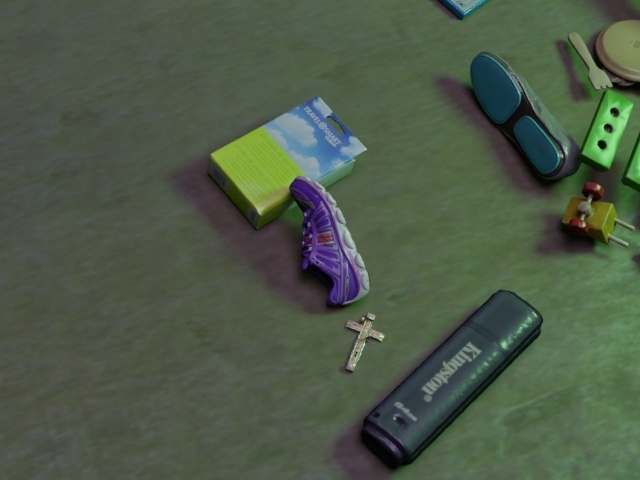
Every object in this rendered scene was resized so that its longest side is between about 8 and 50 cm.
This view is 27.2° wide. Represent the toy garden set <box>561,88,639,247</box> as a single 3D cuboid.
[{"bbox_3d":[0.441,-0.055,1.749,0.244,0.049,0.204,28,68,-6],"label":"toy garden set"}]

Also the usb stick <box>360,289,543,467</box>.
[{"bbox_3d":[0.159,0.159,1.568,0.077,0.045,0.278,42,60,14],"label":"usb stick"}]

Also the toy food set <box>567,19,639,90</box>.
[{"bbox_3d":[0.455,-0.263,1.901,0.192,0.038,0.132,-12,54,-12],"label":"toy food set"}]

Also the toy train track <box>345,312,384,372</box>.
[{"bbox_3d":[0.049,0.120,1.589,0.048,0.014,0.083,22,57,3],"label":"toy train track"}]

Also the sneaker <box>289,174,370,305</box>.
[{"bbox_3d":[0.000,0.000,1.611,0.071,0.068,0.170,-23,80,-11],"label":"sneaker"}]

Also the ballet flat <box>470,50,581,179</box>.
[{"bbox_3d":[0.277,-0.167,1.793,0.068,0.072,0.213,-6,56,-47],"label":"ballet flat"}]

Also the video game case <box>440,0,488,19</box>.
[{"bbox_3d":[0.187,-0.405,1.943,0.119,0.015,0.166,-38,72,-28],"label":"video game case"}]

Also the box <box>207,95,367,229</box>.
[{"bbox_3d":[-0.042,-0.102,1.692,0.178,0.042,0.109,-32,70,-26],"label":"box"}]
